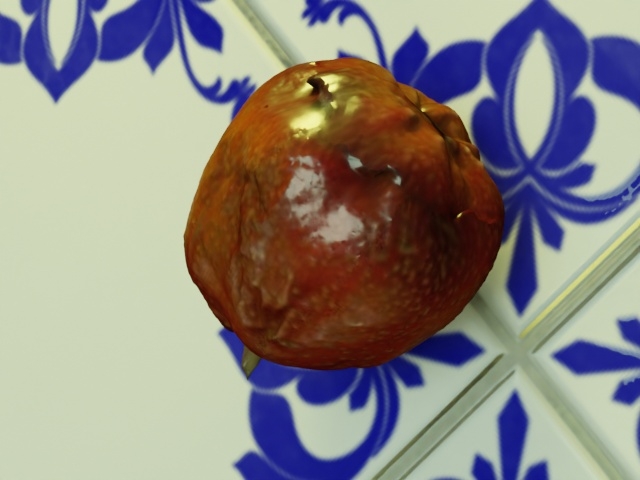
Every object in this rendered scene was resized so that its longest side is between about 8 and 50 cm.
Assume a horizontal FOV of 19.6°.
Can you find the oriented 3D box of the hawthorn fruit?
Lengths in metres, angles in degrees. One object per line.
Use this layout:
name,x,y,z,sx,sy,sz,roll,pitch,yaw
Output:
hawthorn fruit,0.007,-0.013,1.030,0.179,0.173,0.174,-18,76,28
